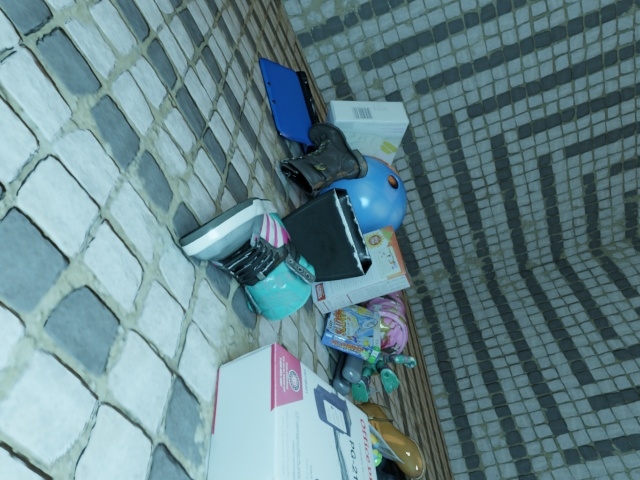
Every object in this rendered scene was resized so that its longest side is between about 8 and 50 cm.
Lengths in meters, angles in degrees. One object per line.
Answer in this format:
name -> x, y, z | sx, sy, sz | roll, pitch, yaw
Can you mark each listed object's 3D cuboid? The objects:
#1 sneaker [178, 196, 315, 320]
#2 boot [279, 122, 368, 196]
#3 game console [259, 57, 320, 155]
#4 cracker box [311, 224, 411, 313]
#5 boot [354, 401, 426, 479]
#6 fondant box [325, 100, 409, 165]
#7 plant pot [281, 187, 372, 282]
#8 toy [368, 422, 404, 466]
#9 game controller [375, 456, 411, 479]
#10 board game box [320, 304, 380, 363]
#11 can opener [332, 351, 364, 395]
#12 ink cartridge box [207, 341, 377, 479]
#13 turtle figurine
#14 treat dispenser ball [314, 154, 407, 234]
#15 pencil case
sneaker -> -0.095, 0.039, 0.727 | 0.178, 0.124, 0.295 | 61, 11, -1
boot -> -0.017, -0.230, 1.334 | 0.263, 0.229, 0.091 | 46, -41, 31
game console -> -0.103, -0.397, 1.565 | 0.250, 0.173, 0.293 | 121, -43, -65
cracker box -> 0.090, 0.072, 1.196 | 0.067, 0.232, 0.155 | 59, 17, -47
boot -> 0.141, 0.457, 1.101 | 0.152, 0.073, 0.197 | 25, 18, -47
fondant box -> 0.122, -0.301, 1.594 | 0.330, 0.238, 0.096 | 108, -25, -55
plant pot -> 0.000, 0.000, 1.072 | 0.188, 0.167, 0.187 | -24, 96, -77
toy -> 0.060, 0.382, 0.914 | 0.237, 0.137, 0.056 | 55, 51, -46
game controller -> 0.180, 0.601, 1.229 | 0.319, 0.067, 0.166 | 58, 3, -47
board game box -> 0.079, 0.215, 1.197 | 0.201, 0.136, 0.035 | -71, -178, -72
can opener -> 0.059, 0.272, 1.198 | 0.095, 0.076, 0.283 | 38, 14, 1
ink cartridge box -> -0.024, 0.269, 0.620 | 0.237, 0.100, 0.172 | 48, 24, -37
turtle figurine -> 0.146, 0.334, 1.242 | 0.118, 0.175, 0.234 | 49, 10, 7
treat dispenser ball -> 0.125, -0.121, 1.515 | 0.288, 0.288, 0.288 | -19, 90, -78
pencil case -> 0.179, 0.223, 1.514 | 0.386, 0.167, 0.160 | -69, 159, -72
